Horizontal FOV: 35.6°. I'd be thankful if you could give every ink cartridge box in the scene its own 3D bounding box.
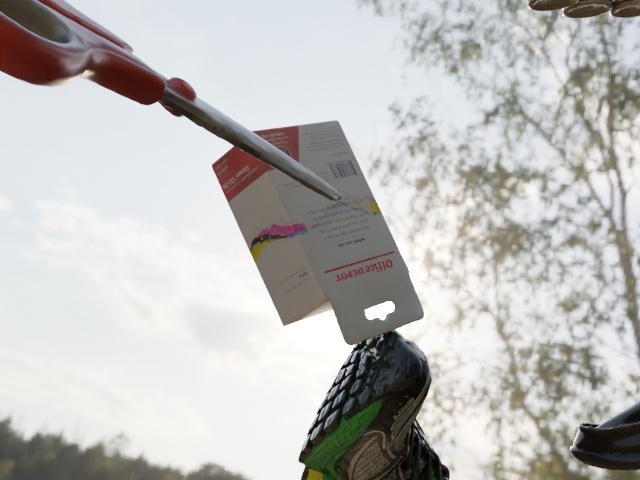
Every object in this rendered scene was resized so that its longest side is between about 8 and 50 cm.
[{"bbox_3d":[0.000,0.000,0.873,0.115,0.198,0.067,-14,-15,-45],"label":"ink cartridge box"}]

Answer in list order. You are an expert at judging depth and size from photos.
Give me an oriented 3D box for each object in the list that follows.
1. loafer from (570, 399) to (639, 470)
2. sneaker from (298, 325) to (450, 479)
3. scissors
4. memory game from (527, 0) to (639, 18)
[{"bbox_3d":[0.313,0.141,0.832,0.220,0.078,0.080,-18,-14,28],"label":"loafer"},{"bbox_3d":[0.066,0.198,0.942,0.146,0.134,0.343,22,-33,11],"label":"sneaker"},{"bbox_3d":[-0.079,-0.077,0.438,0.109,0.021,0.297,43,12,24],"label":"scissors"},{"bbox_3d":[0.222,-0.180,0.659,0.186,0.012,0.186,-3,-5,0],"label":"memory game"}]
